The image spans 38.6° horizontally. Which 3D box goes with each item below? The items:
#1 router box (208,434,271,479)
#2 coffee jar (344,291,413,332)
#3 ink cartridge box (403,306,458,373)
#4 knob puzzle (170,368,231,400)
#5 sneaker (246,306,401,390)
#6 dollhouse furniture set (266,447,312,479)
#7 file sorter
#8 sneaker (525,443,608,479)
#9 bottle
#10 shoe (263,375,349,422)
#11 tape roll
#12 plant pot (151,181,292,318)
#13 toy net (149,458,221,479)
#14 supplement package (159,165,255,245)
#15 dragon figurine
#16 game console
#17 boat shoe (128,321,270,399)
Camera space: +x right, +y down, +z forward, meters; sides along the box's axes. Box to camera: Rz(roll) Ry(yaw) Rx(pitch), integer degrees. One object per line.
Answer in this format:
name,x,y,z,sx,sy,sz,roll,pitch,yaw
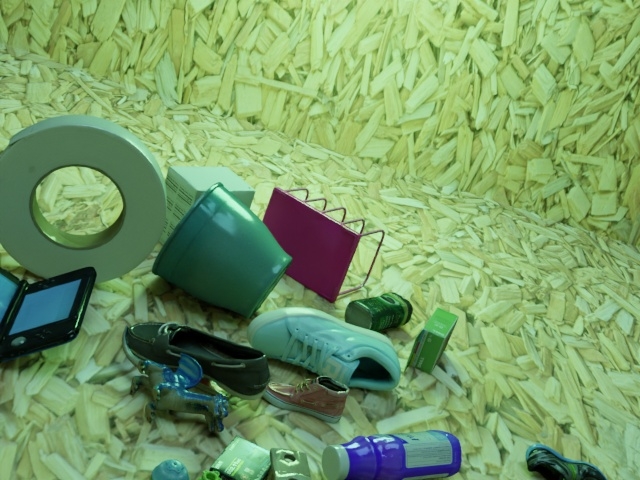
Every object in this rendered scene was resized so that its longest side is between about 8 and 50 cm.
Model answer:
router box,-0.140,0.413,1.652,0.092,0.038,0.122,23,23,11
coffee jar,0.153,0.187,2.354,0.096,0.079,0.184,32,26,35
ink cartridge box,0.274,0.255,2.256,0.062,0.109,0.209,24,23,13
knob puzzle,-0.251,0.253,1.945,0.213,0.030,0.213,16,23,-7
sneaker,0.019,0.249,2.033,0.365,0.135,0.150,11,20,-16
dollhouse furniture set,-0.008,0.452,1.547,0.183,0.129,0.129,12,23,-14
file sorter,0.000,0.000,2.512,0.290,0.202,0.182,31,22,26
sneaker,0.527,0.505,1.963,0.188,0.067,0.078,22,44,3
bottle,0.137,0.420,1.766,0.282,0.092,0.118,4,-7,-32
shoe,-0.030,0.315,1.910,0.177,0.081,0.063,19,22,0
tape roll,-0.536,-0.086,2.026,0.391,0.392,0.072,13,23,-15
plant pot,-0.219,0.045,2.183,0.255,0.272,0.272,37,24,2
toy net,-0.248,0.442,1.498,0.122,0.045,0.232,23,24,4
supplement package,-0.313,-0.076,2.427,0.194,0.203,0.149,-2,31,-43
dragon figurine,-0.287,0.276,1.787,0.144,0.085,0.289,0,29,-39
game console,-0.607,0.094,1.814,0.250,0.173,0.293,-17,26,3
boat shoe,-0.250,0.218,1.871,0.335,0.096,0.112,20,29,18
